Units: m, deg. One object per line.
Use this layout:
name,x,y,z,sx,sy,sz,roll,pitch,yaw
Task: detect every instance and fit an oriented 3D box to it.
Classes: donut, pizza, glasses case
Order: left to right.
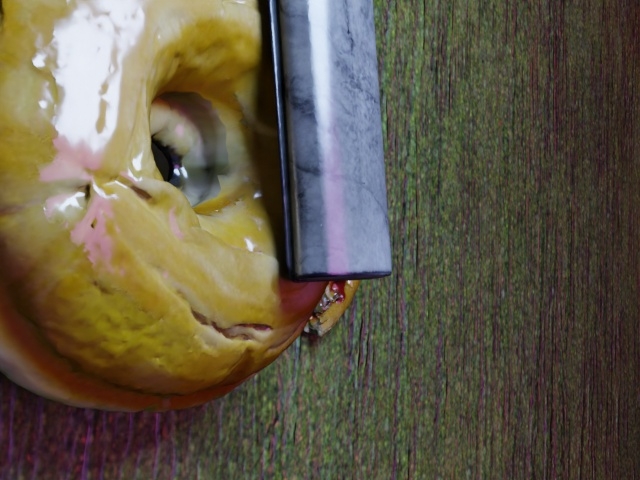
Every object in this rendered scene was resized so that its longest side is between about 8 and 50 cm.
donut,-0.140,-0.067,0.813,0.449,0.198,0.449,13,74,-52
pizza,0.000,0.000,1.112,0.193,0.053,0.201,41,56,-44
glasses case,0.011,-0.116,0.807,0.114,0.060,0.299,1,84,-52
